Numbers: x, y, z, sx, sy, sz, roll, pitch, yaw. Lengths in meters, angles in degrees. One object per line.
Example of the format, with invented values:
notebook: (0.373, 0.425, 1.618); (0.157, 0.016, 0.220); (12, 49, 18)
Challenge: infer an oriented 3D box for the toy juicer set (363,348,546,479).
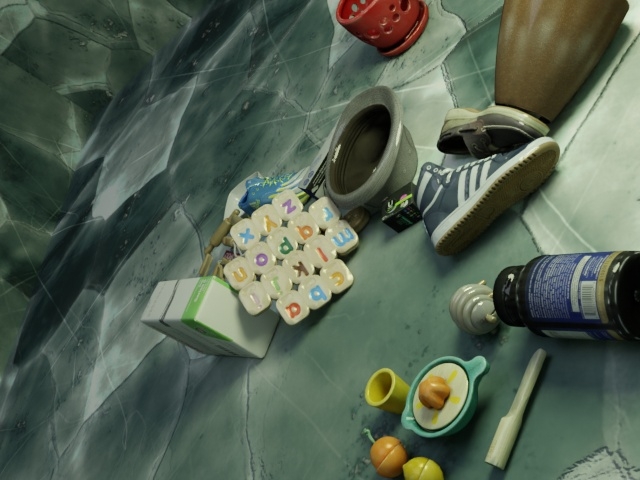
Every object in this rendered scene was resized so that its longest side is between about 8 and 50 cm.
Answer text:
toy juicer set: (0.183, 0.276, 1.241); (0.329, 0.089, 0.209); (-22, 44, 43)

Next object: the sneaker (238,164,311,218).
sneaker: (-0.112, -0.124, 2.022); (0.240, 0.126, 0.091); (-41, 33, 25)

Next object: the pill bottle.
pill bottle: (0.358, 0.079, 1.149); (0.219, 0.123, 0.122); (-5, 57, 53)

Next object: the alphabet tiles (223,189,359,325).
alphabet tiles: (-0.064, 0.033, 1.739); (0.284, 0.021, 0.278); (-35, 64, -2)

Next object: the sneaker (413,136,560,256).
sneaker: (0.281, -0.116, 1.443); (0.282, 0.099, 0.153); (-44, 48, 24)

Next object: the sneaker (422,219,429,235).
sneaker: (0.229, -0.052, 1.547); (0.069, 0.038, 0.098); (-38, 35, 30)

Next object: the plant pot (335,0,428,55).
plant pot: (0.162, -0.567, 2.015); (0.191, 0.174, 0.191); (-36, 34, 30)

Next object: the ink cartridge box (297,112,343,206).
ink cartridge box: (0.042, -0.185, 1.889); (0.207, 0.097, 0.046); (-60, 30, -6)

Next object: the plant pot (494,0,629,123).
plant pot: (0.403, -0.334, 1.443); (0.215, 0.215, 0.230); (27, 99, 60)

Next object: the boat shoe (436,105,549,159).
boat shoe: (0.313, -0.192, 1.512); (0.092, 0.103, 0.285); (-63, 27, -3)

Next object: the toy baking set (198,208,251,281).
toy baking set: (-0.228, 0.017, 2.032); (0.256, 0.030, 0.196); (-53, 34, 22)

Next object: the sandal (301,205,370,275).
sandal: (-0.001, -0.004, 1.791); (0.240, 0.079, 0.088); (-43, 32, 21)

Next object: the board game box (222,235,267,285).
board game box: (-0.193, 0.055, 2.032); (0.194, 0.060, 0.194); (9, 67, 58)

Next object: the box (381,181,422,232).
box: (0.170, -0.067, 1.634); (0.083, 0.052, 0.062); (-34, 37, 35)

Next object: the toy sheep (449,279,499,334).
toy sheep: (0.254, 0.111, 1.307); (0.091, 0.091, 0.132); (-57, 11, -1)

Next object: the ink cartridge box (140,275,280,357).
ink cartridge box: (-0.258, 0.179, 1.863); (0.273, 0.198, 0.114); (-7, 55, 52)

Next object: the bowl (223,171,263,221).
bowl: (-0.198, -0.101, 2.198); (0.142, 0.053, 0.142); (-32, 37, 34)

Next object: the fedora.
fedora: (0.125, -0.181, 1.737); (0.244, 0.124, 0.275); (-20, 53, 48)
